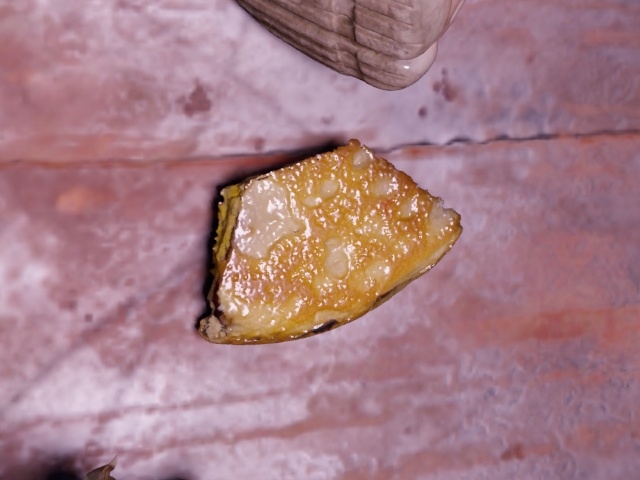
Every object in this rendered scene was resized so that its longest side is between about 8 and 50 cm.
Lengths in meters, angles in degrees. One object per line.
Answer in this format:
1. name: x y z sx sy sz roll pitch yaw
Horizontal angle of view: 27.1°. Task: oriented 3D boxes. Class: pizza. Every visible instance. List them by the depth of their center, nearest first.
1. pizza: 0.000 0.000 0.722 0.160 0.036 0.099 -24 105 -20

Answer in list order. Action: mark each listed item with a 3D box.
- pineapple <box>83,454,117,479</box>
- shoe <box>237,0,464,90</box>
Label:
1. pineapple: -0.100 0.191 0.678 0.250 0.140 0.164 53 33 -34
2. shoe: 0.038 -0.247 0.597 0.172 0.351 0.198 33 63 17
